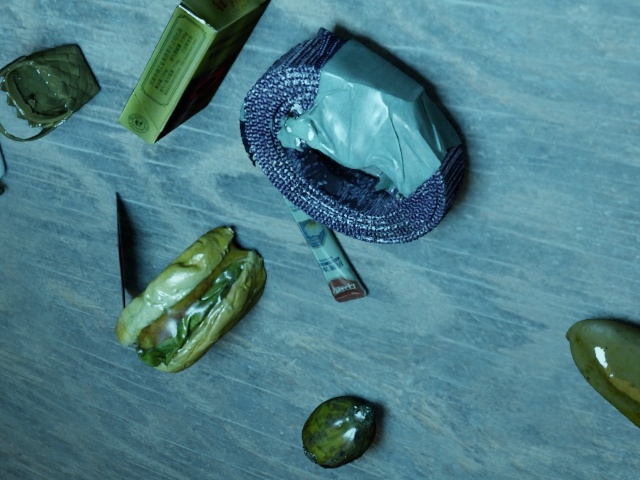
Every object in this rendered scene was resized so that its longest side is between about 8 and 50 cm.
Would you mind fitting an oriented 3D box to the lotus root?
[{"bbox_3d":[0.037,0.347,1.494,0.120,0.120,0.209,42,133,-1],"label":"lotus root"}]

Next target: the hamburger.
[{"bbox_3d":[-0.249,0.135,1.455,0.162,0.209,0.330,47,135,-5],"label":"hamburger"}]

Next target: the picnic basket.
[{"bbox_3d":[-0.468,-0.238,1.337,0.137,0.178,0.128,-4,120,34],"label":"picnic basket"}]

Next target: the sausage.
[{"bbox_3d":[0.550,0.274,1.115,0.500,0.123,0.136,40,163,1],"label":"sausage"}]

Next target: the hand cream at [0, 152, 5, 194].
[{"bbox_3d":[-0.680,-0.242,1.557,0.121,0.076,0.336,4,117,28],"label":"hand cream"}]

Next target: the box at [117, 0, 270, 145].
[{"bbox_3d":[-0.179,-0.257,1.159,0.071,0.159,0.240,40,132,-2],"label":"box"}]

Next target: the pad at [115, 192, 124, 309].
[{"bbox_3d":[-0.372,0.053,1.524,0.004,0.164,0.243,-4,129,-12],"label":"pad"}]

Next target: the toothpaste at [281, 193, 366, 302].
[{"bbox_3d":[0.000,0.000,1.317,0.062,0.039,0.239,-15,115,31],"label":"toothpaste"}]

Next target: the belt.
[{"bbox_3d":[0.044,-0.131,1.138,0.324,0.122,0.260,35,138,4],"label":"belt"}]
